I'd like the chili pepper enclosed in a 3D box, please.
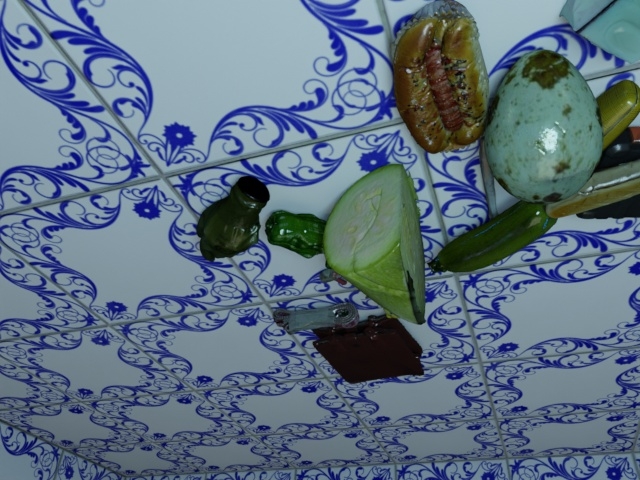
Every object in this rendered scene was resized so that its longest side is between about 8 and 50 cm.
[{"bbox_3d":[-0.001,0.001,1.177,0.253,0.083,0.099,23,140,-31],"label":"chili pepper"}]

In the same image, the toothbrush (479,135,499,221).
[{"bbox_3d":[0.340,-0.069,1.097,0.037,0.028,0.375,-14,140,13],"label":"toothbrush"}]

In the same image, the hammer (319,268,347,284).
[{"bbox_3d":[0.038,0.092,1.337,0.052,0.031,0.083,-20,148,32],"label":"hammer"}]

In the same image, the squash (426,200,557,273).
[{"bbox_3d":[0.332,0.005,1.105,0.087,0.087,0.331,24,144,-25],"label":"squash"}]

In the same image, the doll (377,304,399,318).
[{"bbox_3d":[0.197,0.139,1.354,0.106,0.062,0.162,-1,142,-2],"label":"doll"}]

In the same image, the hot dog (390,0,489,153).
[{"bbox_3d":[0.185,-0.236,0.851,0.144,0.075,0.268,-12,143,15],"label":"hot dog"}]

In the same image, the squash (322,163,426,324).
[{"bbox_3d":[0.171,0.042,1.086,0.210,0.234,0.309,-27,132,37],"label":"squash"}]

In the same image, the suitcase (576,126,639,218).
[{"bbox_3d":[0.618,-0.118,0.980,0.285,0.066,0.206,0,143,5],"label":"suitcase"}]

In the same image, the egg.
[{"bbox_3d":[0.335,-0.169,0.838,0.169,0.169,0.231,-6,104,12],"label":"egg"}]

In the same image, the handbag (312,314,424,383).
[{"bbox_3d":[0.141,0.313,1.578,0.260,0.084,0.275,-12,140,24],"label":"handbag"}]

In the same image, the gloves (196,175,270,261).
[{"bbox_3d":[-0.187,-0.027,1.140,0.135,0.107,0.268,40,140,3],"label":"gloves"}]

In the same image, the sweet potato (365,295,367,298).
[{"bbox_3d":[0.140,0.080,1.280,0.060,0.068,0.206,-27,160,-34],"label":"sweet potato"}]

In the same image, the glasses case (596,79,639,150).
[{"bbox_3d":[0.433,-0.165,0.921,0.064,0.079,0.234,24,139,-11],"label":"glasses case"}]

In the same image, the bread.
[{"bbox_3d":[0.481,-0.096,0.922,0.214,0.053,0.073,-20,149,24],"label":"bread"}]

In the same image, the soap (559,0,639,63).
[{"bbox_3d":[0.439,-0.329,0.697,0.145,0.091,0.230,20,139,-21],"label":"soap"}]

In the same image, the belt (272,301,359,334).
[{"bbox_3d":[-0.013,0.207,1.453,0.232,0.071,0.053,-7,149,14],"label":"belt"}]
